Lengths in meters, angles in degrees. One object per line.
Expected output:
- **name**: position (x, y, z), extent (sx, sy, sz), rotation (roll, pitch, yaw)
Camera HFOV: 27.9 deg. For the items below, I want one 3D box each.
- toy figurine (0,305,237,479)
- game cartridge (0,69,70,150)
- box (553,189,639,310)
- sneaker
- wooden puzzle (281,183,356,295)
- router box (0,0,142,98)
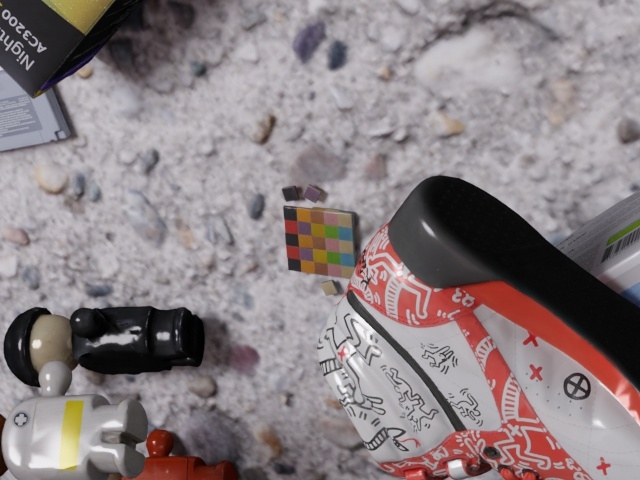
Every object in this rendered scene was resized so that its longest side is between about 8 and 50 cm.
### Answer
- **toy figurine**: position (-0.162, 0.161, 0.905), extent (0.148, 0.209, 0.213), rotation (-4, 115, 14)
- **game cartridge**: position (-0.220, -0.092, 0.908), extent (0.083, 0.017, 0.056), rotation (-7, 118, 27)
- **box**: position (0.220, 0.080, 0.754), extent (0.203, 0.103, 0.114), rotation (48, 125, -7)
- **sneaker**: position (0.121, 0.098, 0.690), extent (0.270, 0.090, 0.145), rotation (40, 126, 6)
- **wooden puzzle**: position (0.000, 0.000, 0.867), extent (0.049, 0.006, 0.083), rotation (8, 120, 20)
- **router box**: position (-0.198, -0.276, 0.754), extent (0.309, 0.081, 0.243), rotation (45, 126, -5)
